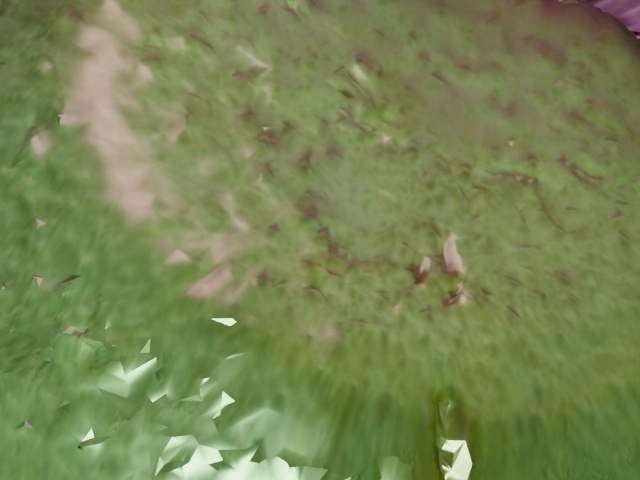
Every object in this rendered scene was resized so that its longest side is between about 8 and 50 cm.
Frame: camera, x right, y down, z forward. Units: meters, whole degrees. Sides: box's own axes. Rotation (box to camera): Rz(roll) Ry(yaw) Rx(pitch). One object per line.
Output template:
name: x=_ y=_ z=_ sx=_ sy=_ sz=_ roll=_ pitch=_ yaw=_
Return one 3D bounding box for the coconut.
coconut: x=-0.028 y=0.050 z=0.566 sx=0.328 sy=0.328 sz=0.281 roll=-13 pitch=67 yaw=-6

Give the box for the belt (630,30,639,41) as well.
belt: x=0.000 y=0.000 z=0.763 sx=0.359 sy=0.094 sz=0.126 roll=-14 pitch=44 yaw=-4
